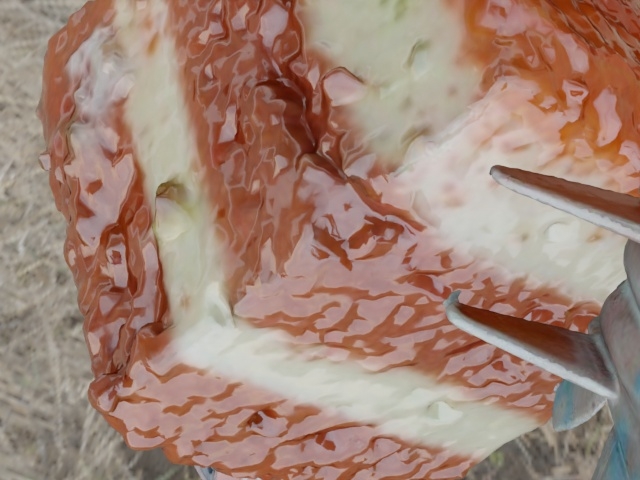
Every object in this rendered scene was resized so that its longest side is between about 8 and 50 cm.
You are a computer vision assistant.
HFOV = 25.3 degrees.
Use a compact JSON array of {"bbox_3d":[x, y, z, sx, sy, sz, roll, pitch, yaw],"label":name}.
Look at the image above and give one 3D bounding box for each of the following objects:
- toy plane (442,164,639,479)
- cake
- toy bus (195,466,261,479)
[{"bbox_3d":[0.122,0.061,0.374,0.104,0.326,0.223,11,111,-16],"label":"toy plane"},{"bbox_3d":[0.034,-0.048,0.778,0.319,0.269,0.270,-38,140,27],"label":"cake"},{"bbox_3d":[0.000,0.000,1.246,0.233,0.203,0.427,6,113,-25],"label":"toy bus"}]
